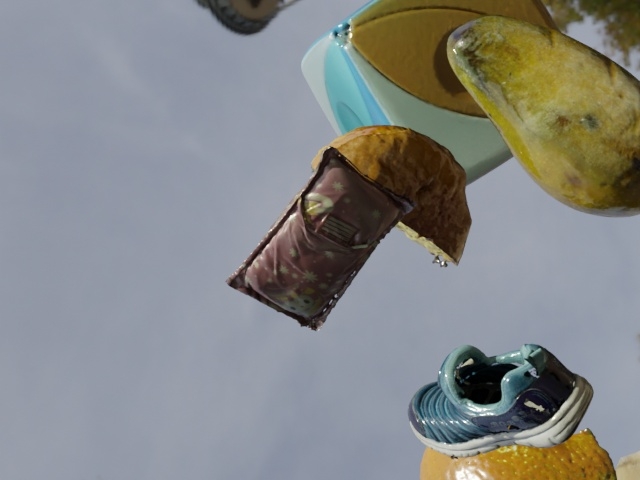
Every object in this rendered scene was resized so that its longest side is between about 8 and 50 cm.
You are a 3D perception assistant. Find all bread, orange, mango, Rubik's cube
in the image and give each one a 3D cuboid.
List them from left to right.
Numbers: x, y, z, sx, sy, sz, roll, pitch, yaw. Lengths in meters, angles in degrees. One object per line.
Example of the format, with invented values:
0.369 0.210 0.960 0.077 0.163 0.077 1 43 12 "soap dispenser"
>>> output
0.111 -0.081 1.435 0.260 0.129 0.134 36 -90 -34 "bread"
0.203 -0.284 1.881 0.352 0.351 0.347 -35 -83 -13 "Rubik's cube"
0.296 0.412 1.602 0.196 0.335 0.262 -53 -24 -47 "orange"
0.305 -0.161 1.354 0.329 0.175 0.176 42 -160 14 "mango"

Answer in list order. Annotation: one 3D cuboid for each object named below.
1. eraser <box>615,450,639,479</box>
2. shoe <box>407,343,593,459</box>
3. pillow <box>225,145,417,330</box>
0.327 0.320 0.793 0.144 0.078 0.343 -1 -110 -12 "eraser"
0.156 0.143 1.022 0.106 0.207 0.091 47 -127 -16 "shoe"
0.000 0.000 1.031 0.118 0.185 0.043 28 -153 -24 "pillow"
